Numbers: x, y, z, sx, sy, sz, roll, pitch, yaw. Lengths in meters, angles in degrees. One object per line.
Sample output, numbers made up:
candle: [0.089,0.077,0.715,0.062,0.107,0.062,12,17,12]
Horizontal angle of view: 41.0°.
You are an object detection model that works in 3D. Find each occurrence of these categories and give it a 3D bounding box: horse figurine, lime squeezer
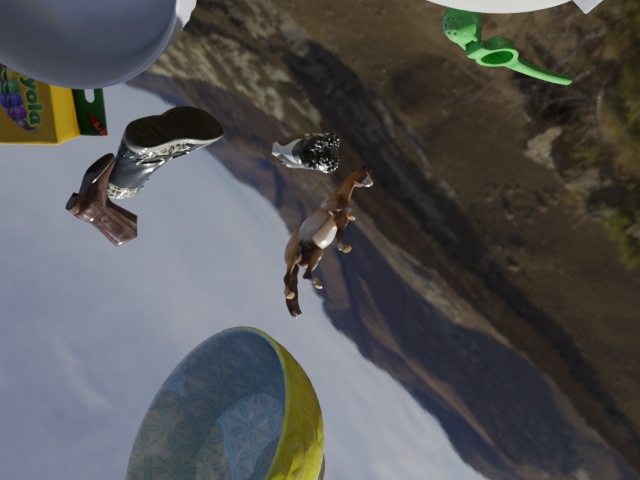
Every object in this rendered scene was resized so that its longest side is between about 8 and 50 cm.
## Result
horse figurine: [0.000,0.000,1.425,0.066,0.263,0.174,28,-157,-19]
lime squeezer: [0.224,-0.284,1.164,0.310,0.059,0.110,40,-139,-18]

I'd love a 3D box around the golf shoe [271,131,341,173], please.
golf shoe: [-0.023,-0.166,1.562,0.094,0.077,0.198,8,-177,18]

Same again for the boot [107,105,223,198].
boot: [-0.315,-0.170,1.662,0.236,0.178,0.085,-21,-108,-49]

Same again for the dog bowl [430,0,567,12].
dog bowl: [0.166,-0.339,0.859,0.265,0.104,0.265,13,168,3]

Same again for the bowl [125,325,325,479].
bowl: [-0.087,0.266,1.032,0.156,0.289,0.289,35,-172,-33]

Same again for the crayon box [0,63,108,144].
crayon box: [-0.505,-0.257,1.358,0.081,0.318,0.202,-51,-40,-67]

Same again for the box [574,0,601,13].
box: [0.425,-0.473,1.359,0.170,0.091,0.130,47,161,-3]

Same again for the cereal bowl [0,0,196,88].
cereal bowl: [-0.262,-0.332,0.866,0.339,0.339,0.141,49,-138,-19]

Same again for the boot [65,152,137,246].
boot: [-0.295,-0.056,1.235,0.114,0.106,0.037,40,174,-40]
